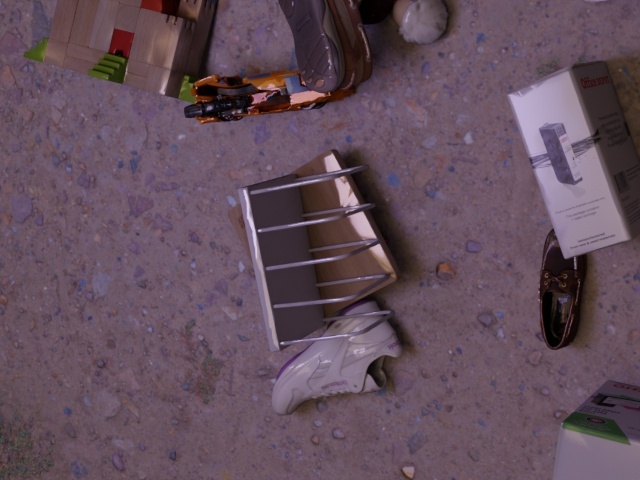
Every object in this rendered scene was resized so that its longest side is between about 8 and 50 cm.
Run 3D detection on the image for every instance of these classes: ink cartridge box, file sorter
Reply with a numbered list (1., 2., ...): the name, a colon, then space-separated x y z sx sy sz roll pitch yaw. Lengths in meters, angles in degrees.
1. ink cartridge box: 0.499 0.321 1.788 0.201 0.278 0.117 11 102 26
2. ink cartridge box: 0.410 -0.130 1.787 0.114 0.197 0.273 -18 91 30
3. file sorter: 0.004 0.024 1.943 0.173 0.193 0.278 -8 96 26

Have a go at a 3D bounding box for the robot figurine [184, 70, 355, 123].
1. robot figurine: -0.097 -0.262 2.041 0.291 0.211 0.085 -6 95 19

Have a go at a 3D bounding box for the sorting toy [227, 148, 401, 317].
1. sorting toy: 0.000 0.000 2.099 0.255 0.089 0.257 -29 86 30

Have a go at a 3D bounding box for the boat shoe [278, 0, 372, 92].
1. boat shoe: 0.007 -0.399 1.908 0.123 0.116 0.324 -21 78 57

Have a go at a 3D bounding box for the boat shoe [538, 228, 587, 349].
1. boat shoe: 0.399 0.079 1.910 0.073 0.073 0.207 1 100 29

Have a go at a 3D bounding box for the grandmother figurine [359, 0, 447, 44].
1. grandmother figurine: 0.075 -0.455 1.965 0.342 0.104 0.208 40 138 12

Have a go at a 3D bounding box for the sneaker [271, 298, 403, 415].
1. sneaker: 0.025 0.248 2.121 0.152 0.114 0.305 50 119 12

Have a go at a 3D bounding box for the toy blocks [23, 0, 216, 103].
1. toy blocks: -0.354 -0.425 2.173 0.381 0.190 0.261 17 96 24
